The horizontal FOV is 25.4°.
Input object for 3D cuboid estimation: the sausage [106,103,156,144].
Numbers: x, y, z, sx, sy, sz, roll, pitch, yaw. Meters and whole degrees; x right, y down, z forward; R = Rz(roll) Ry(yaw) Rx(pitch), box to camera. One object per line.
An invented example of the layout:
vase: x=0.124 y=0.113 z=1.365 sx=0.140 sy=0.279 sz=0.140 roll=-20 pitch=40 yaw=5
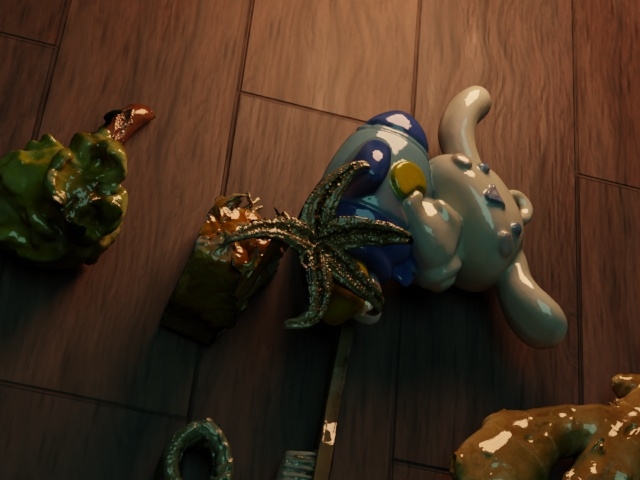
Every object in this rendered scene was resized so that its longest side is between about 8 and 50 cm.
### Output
sausage: x=-0.270 y=-0.129 z=1.825 sx=0.036 sy=0.042 sz=0.158 roll=10 pitch=43 yaw=35

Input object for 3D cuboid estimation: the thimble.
thimble: x=-0.141 y=0.257 z=1.605 sx=0.084 sy=0.062 sz=0.110 roll=20 pitch=55 yaw=-6

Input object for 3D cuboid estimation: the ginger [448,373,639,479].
ginger: x=0.353 y=0.259 z=1.751 sx=0.363 sy=0.122 sz=0.348 roll=22 pitch=52 yaw=3

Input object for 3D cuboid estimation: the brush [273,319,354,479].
brush: x=-0.010 y=0.229 z=1.670 sx=0.065 sy=0.070 sz=0.327 roll=12 pitch=54 yaw=1

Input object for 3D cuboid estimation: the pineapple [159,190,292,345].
pineapple: x=-0.119 y=0.031 z=1.709 sx=0.115 sy=0.186 sz=0.236 roll=27 pitch=12 yaw=5

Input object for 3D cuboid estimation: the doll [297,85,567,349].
doll: x=0.124 y=-0.038 z=1.804 sx=0.366 sy=0.187 sz=0.376 roll=-2 pitch=43 yaw=-27

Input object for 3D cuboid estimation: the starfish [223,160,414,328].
starfish: x=-0.003 y=0.002 z=1.634 sx=0.238 sy=0.057 sz=0.213 roll=11 pitch=74 yaw=-22

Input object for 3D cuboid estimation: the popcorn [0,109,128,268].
popcorn: x=-0.307 y=-0.056 z=1.666 sx=0.168 sy=0.195 sz=0.173 roll=38 pitch=59 yaw=-2
